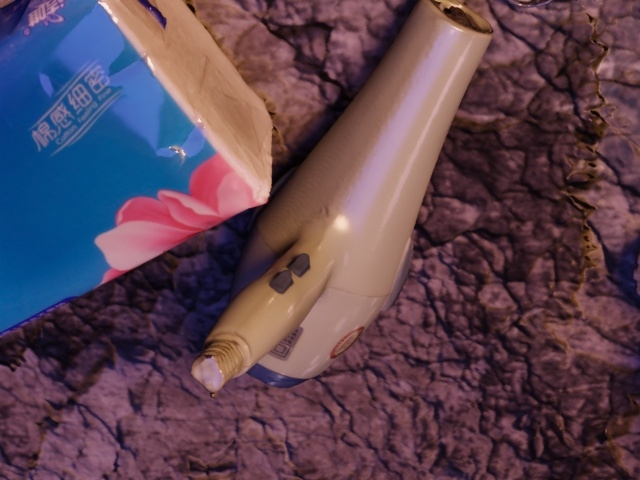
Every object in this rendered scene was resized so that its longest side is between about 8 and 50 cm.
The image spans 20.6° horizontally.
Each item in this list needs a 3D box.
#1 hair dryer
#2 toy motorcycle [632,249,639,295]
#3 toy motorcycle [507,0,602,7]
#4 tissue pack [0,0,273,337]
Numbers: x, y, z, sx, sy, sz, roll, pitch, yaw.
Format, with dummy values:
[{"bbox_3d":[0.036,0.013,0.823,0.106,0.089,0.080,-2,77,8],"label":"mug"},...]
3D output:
[{"bbox_3d":[0.020,-0.032,1.149,0.119,0.298,0.296,30,91,4],"label":"hair dryer"},{"bbox_3d":[0.325,0.095,1.295,0.159,0.106,0.270,-10,120,17],"label":"toy motorcycle"},{"bbox_3d":[0.190,-0.217,1.107,0.193,0.061,0.124,-14,124,10],"label":"toy motorcycle"},{"bbox_3d":[-0.196,-0.064,1.190,0.269,0.137,0.209,-26,118,21],"label":"tissue pack"}]
